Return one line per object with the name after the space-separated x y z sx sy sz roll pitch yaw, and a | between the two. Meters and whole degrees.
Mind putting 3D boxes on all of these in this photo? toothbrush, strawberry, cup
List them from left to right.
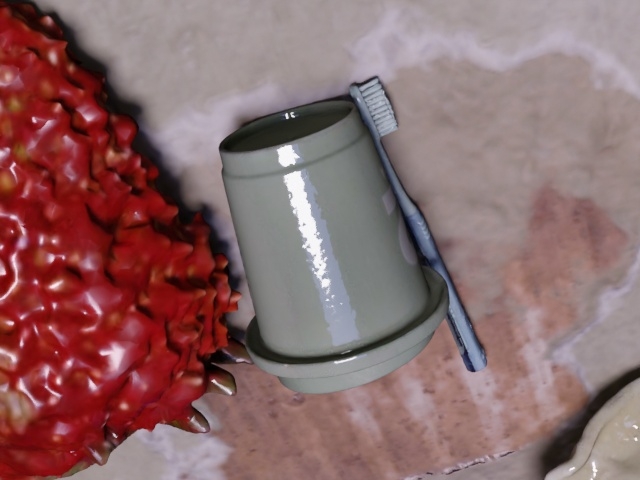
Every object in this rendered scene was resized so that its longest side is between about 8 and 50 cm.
-0.190 0.019 0.495 0.234 0.137 0.306 -22 122 13 | strawberry
0.000 0.000 0.507 0.120 0.120 0.141 -16 108 9 | cup
0.064 -0.002 0.557 0.019 0.016 0.219 -24 119 3 | toothbrush

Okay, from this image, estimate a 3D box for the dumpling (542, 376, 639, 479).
0.250 0.172 0.614 0.179 0.131 0.252 44 101 -1 | dumpling
